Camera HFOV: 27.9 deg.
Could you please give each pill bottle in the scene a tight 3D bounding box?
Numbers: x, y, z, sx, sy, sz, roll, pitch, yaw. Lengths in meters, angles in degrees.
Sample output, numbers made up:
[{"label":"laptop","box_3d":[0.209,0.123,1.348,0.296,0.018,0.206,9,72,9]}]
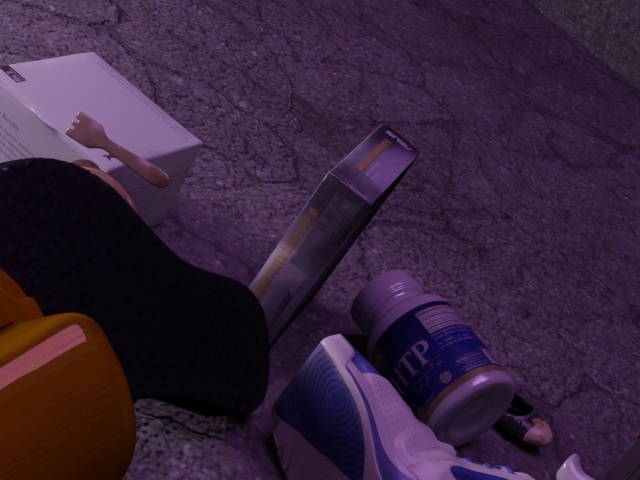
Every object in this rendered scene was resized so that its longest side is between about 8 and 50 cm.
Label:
[{"label":"pill bottle","box_3d":[0.116,0.124,1.412,0.112,0.112,0.187,2,39,-43]}]

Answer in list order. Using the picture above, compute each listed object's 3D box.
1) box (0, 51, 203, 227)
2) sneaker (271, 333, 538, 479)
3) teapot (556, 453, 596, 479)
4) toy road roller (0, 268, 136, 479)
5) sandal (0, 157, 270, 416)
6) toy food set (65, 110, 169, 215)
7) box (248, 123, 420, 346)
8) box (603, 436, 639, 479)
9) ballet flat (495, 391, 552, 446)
[{"label":"box","box_3d":[-0.260,-0.098,1.390,0.181,0.119,0.182,40,29,15]},{"label":"sneaker","box_3d":[0.099,0.239,1.217,0.182,0.127,0.315,-2,49,-52]},{"label":"teapot","box_3d":[0.267,0.350,1.103,0.187,0.253,0.256,8,13,2]},{"label":"toy road roller","box_3d":[-0.198,0.164,0.756,0.202,0.240,0.330,-33,103,-35]},{"label":"sandal","box_3d":[-0.178,0.068,1.096,0.446,0.107,0.168,42,46,-59]},{"label":"toy food set","box_3d":[-0.240,-0.013,1.255,0.132,0.192,0.038,34,-10,0]},{"label":"box","box_3d":[0.000,0.000,1.371,0.056,0.231,0.183,37,29,4]},{"label":"box","box_3d":[0.426,0.310,1.379,0.126,0.149,0.232,-5,45,-49]},{"label":"ballet flat","box_3d":[0.203,0.171,1.489,0.173,0.049,0.057,45,31,24]}]
